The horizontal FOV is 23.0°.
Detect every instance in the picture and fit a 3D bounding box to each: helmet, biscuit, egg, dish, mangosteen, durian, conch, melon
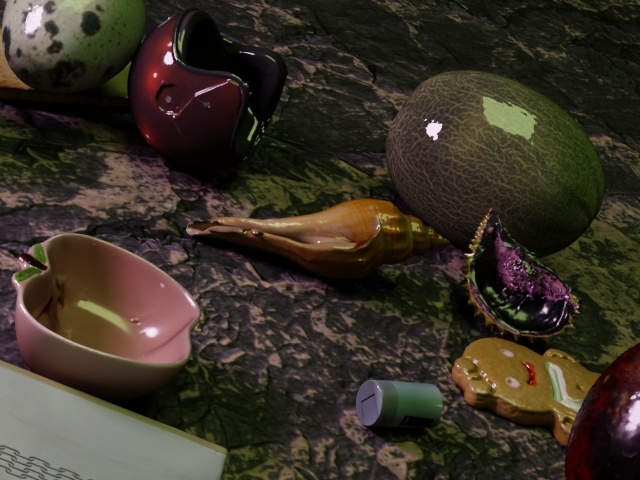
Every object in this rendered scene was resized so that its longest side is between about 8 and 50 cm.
[{"bbox_3d":[-0.152,-0.192,2.044,0.216,0.193,0.189,67,23,-10],"label":"helmet"},{"bbox_3d":[0.274,0.179,1.896,0.248,0.035,0.184,19,28,-9],"label":"biscuit"},{"bbox_3d":[-0.323,-0.276,2.028,0.177,0.177,0.228,26,46,4],"label":"egg"},{"bbox_3d":[-0.360,-0.233,2.137,0.254,0.029,0.172,2,35,-36],"label":"biscuit"},{"bbox_3d":[-0.231,0.091,1.601,0.213,0.090,0.213,21,28,-12],"label":"dish"},{"bbox_3d":[0.397,0.234,1.644,0.311,0.311,0.311,18,28,-10],"label":"mangosteen"},{"bbox_3d":[0.247,0.071,2.032,0.187,0.119,0.108,45,-5,15],"label":"durian"},{"bbox_3d":[0.000,0.003,1.954,0.330,0.093,0.109,-3,51,-7],"label":"conch"},{"bbox_3d":[0.238,-0.099,2.139,0.301,0.237,0.237,30,28,7],"label":"melon"}]

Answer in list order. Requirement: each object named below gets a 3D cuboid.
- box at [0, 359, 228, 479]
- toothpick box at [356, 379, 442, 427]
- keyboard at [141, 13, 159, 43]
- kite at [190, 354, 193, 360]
[{"bbox_3d":[-0.228,0.210,1.439,0.270,0.045,0.211,21,28,-5],"label":"box"},{"bbox_3d":[0.087,0.180,1.729,0.083,0.052,0.052,6,32,-32],"label":"toothpick box"},{"bbox_3d":[-0.231,-0.283,2.334,0.072,0.023,0.231,3,34,-48],"label":"keyboard"},{"bbox_3d":[-0.181,0.093,1.726,0.122,0.004,0.090,29,28,10],"label":"kite"}]
